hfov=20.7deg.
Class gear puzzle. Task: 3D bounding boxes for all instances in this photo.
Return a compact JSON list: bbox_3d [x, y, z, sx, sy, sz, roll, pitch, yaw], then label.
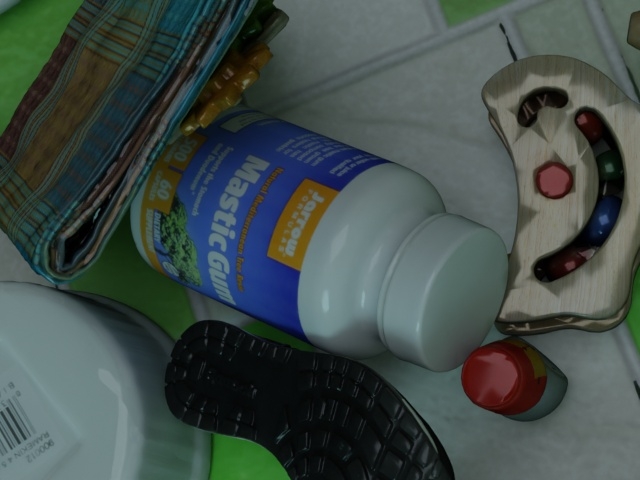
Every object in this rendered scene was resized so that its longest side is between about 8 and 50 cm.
[{"bbox_3d":[-0.109,-0.135,1.350,0.175,0.339,0.044,-45,109,1],"label":"gear puzzle"}]

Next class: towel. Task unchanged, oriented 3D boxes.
[{"bbox_3d":[-0.171,-0.116,1.349,0.040,0.370,0.271,32,89,-23],"label":"towel"}]

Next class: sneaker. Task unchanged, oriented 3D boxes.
[{"bbox_3d":[0.017,0.134,1.300,0.283,0.124,0.107,26,95,45],"label":"sneaker"}]

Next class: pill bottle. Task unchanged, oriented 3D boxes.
[{"bbox_3d":[0.000,0.000,1.329,0.272,0.152,0.152,23,83,34],"label":"pill bottle"}]

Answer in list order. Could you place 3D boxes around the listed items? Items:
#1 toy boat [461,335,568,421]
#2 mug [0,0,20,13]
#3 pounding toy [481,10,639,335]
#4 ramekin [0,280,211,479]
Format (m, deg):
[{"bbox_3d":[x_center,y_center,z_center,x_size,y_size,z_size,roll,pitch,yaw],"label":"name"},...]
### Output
[{"bbox_3d":[0.160,0.225,1.286,0.267,0.148,0.318,-9,82,17],"label":"toy boat"},{"bbox_3d":[-0.384,-0.348,1.503,0.374,0.276,0.328,41,95,-11],"label":"mug"},{"bbox_3d":[0.185,-0.063,1.326,0.154,0.155,0.269,17,82,13],"label":"pounding toy"},{"bbox_3d":[-0.237,0.163,1.392,0.277,0.135,0.277,-3,76,13],"label":"ramekin"}]
